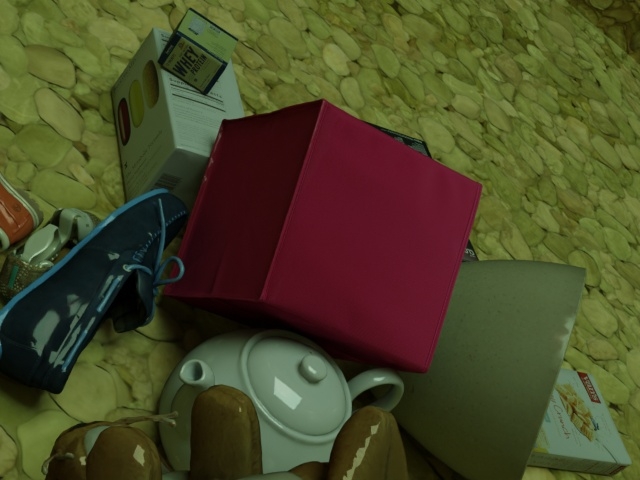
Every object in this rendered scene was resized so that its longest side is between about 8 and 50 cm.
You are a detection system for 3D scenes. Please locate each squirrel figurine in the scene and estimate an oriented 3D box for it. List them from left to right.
[{"bbox_3d":[-0.117,0.333,1.054,0.281,0.370,0.397,-32,113,-45],"label":"squirrel figurine"}]

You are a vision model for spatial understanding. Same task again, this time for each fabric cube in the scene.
[{"bbox_3d":[0.000,0.000,1.438,0.258,0.259,0.254,23,78,-30],"label":"fabric cube"}]

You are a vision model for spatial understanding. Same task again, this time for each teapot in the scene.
[{"bbox_3d":[-0.050,0.196,1.351,0.252,0.187,0.256,41,34,-5],"label":"teapot"}]

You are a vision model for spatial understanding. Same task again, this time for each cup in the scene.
[{"bbox_3d":[0.200,0.161,1.570,0.237,0.331,0.331,17,34,10],"label":"cup"}]

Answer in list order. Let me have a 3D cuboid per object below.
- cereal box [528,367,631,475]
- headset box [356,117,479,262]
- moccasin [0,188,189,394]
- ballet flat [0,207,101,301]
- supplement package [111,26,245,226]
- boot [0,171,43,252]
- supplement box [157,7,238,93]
[{"bbox_3d":[0.371,0.276,1.804,0.240,0.047,0.173,13,45,-36],"label":"cereal box"},{"bbox_3d":[0.111,-0.040,1.812,0.218,0.110,0.293,13,45,-42],"label":"headset box"},{"bbox_3d":[-0.250,0.068,1.349,0.117,0.138,0.342,34,47,7],"label":"moccasin"},{"bbox_3d":[-0.315,0.002,1.383,0.073,0.067,0.206,22,34,4],"label":"ballet flat"},{"bbox_3d":[-0.196,-0.156,1.612,0.134,0.139,0.244,16,42,-34],"label":"supplement package"},{"bbox_3d":[-0.413,-0.053,1.363,0.158,0.059,0.085,41,40,-6],"label":"boot"},{"bbox_3d":[-0.168,-0.262,1.579,0.083,0.056,0.083,32,35,-13],"label":"supplement box"}]
